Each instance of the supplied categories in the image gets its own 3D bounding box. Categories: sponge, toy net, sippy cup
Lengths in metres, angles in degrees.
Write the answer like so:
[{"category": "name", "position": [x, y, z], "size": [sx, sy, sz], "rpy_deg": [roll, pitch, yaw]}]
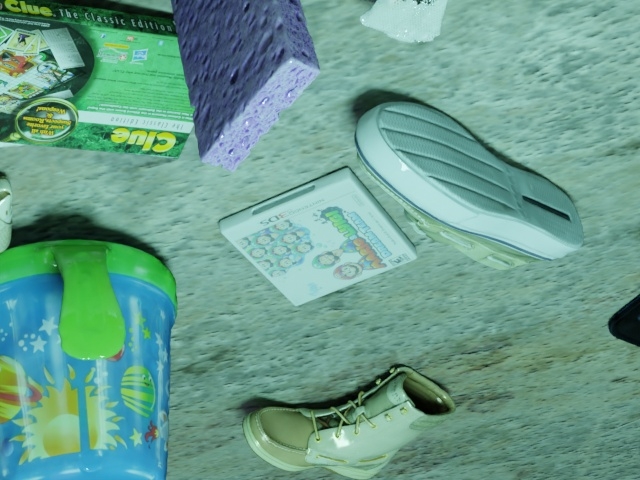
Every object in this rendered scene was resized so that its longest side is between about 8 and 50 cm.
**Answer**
[{"category": "sponge", "position": [-0.063, -0.165, 1.081], "size": [0.031, 0.210, 0.117], "rpy_deg": [14, 135, -32]}, {"category": "toy net", "position": [0.053, -0.243, 1.141], "size": [0.122, 0.045, 0.232], "rpy_deg": [-23, 142, 15]}, {"category": "sippy cup", "position": [-0.242, 0.150, 1.414], "size": [0.240, 0.224, 0.305], "rpy_deg": [-19, 150, 13]}]

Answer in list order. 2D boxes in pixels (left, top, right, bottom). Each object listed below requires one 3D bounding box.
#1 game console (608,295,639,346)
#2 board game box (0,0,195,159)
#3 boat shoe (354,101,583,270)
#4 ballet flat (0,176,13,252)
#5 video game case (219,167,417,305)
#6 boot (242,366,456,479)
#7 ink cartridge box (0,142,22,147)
[{"category": "game console", "position": [0.509, 0.109, 1.590], "size": [0.173, 0.250, 0.293], "rpy_deg": [-10, 153, -45]}, {"category": "board game box", "position": [-0.213, -0.132, 1.198], "size": [0.260, 0.030, 0.136], "rpy_deg": [4, 133, -31]}, {"category": "boat shoe", "position": [0.128, -0.033, 1.376], "size": [0.094, 0.109, 0.302], "rpy_deg": [-33, 139, 32]}, {"category": "ballet flat", "position": [-0.303, -0.048, 1.313], "size": [0.052, 0.057, 0.168], "rpy_deg": [-23, 142, 3]}, {"category": "video game case", "position": [0.000, 0.000, 1.462], "size": [0.143, 0.019, 0.157], "rpy_deg": [-22, 141, 18]}, {"category": "boot", "position": [0.033, 0.202, 1.684], "size": [0.213, 0.077, 0.165], "rpy_deg": [18, 136, -38]}, {"category": "ink cartridge box", "position": [-0.251, -0.129, 1.238], "size": [0.063, 0.029, 0.115], "rpy_deg": [-7, 140, -2]}]
